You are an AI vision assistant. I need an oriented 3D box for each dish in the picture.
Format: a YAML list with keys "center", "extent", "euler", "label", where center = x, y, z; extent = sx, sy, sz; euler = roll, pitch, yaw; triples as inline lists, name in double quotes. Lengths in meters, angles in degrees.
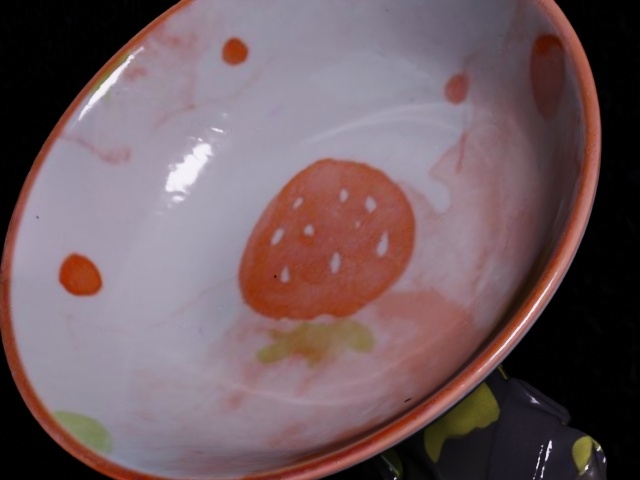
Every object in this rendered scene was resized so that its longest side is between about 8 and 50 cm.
- center: [0.000, 0.000, 0.675]
  extent: [0.260, 0.085, 0.260]
  euler: [-15, 53, 20]
  label: "dish"

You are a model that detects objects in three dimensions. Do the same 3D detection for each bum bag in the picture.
- center: [0.045, 0.077, 0.697]
  extent: [0.232, 0.060, 0.107]
  euler: [47, 115, 39]
  label: "bum bag"
